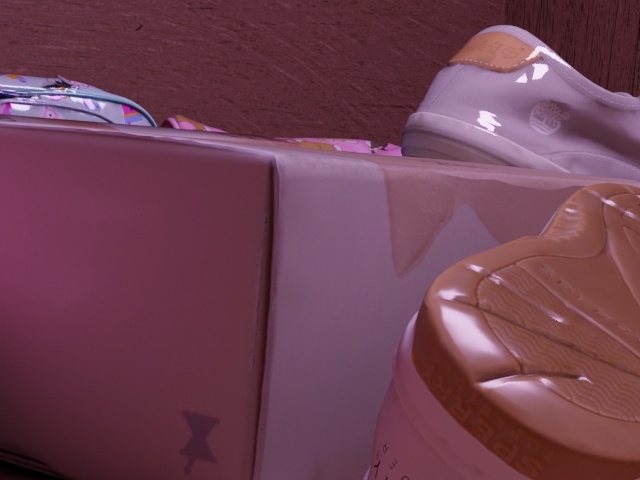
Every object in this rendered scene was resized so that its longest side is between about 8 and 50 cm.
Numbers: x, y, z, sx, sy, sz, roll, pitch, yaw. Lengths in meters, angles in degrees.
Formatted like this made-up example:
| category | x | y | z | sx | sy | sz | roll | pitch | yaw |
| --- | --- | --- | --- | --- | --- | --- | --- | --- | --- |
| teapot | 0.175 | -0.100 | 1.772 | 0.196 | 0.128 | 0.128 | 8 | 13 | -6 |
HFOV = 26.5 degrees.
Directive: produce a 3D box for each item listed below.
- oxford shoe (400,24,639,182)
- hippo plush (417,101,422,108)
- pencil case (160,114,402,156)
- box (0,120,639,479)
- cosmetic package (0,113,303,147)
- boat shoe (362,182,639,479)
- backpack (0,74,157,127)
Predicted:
| category | x | y | z | sx | sy | sz | roll | pitch | yaw |
| --- | --- | --- | --- | --- | --- | --- | --- | --- | --- |
| oxford shoe | 0.253 | -0.034 | 1.053 | 0.449 | 0.130 | 0.169 | 26 | -9 | -34 |
| hippo plush | 0.215 | -0.027 | 1.459 | 0.294 | 0.234 | 0.236 | 45 | 16 | -14 |
| pencil case | -0.007 | -0.060 | 1.630 | 0.386 | 0.160 | 0.167 | 4 | 33 | -19 |
| box | 0.012 | 0.023 | 0.575 | 0.148 | 0.121 | 0.311 | 9 | 5 | 32 |
| cosmetic package | -0.173 | -0.001 | 0.678 | 0.296 | 0.129 | 0.153 | 2 | 7 | -24 |
| boat shoe | 0.087 | 0.049 | 0.443 | 0.098 | 0.096 | 0.277 | 42 | 26 | 22 |
| backpack | -0.210 | -0.044 | 1.045 | 0.188 | 0.165 | 0.144 | -3 | 8 | -39 |
